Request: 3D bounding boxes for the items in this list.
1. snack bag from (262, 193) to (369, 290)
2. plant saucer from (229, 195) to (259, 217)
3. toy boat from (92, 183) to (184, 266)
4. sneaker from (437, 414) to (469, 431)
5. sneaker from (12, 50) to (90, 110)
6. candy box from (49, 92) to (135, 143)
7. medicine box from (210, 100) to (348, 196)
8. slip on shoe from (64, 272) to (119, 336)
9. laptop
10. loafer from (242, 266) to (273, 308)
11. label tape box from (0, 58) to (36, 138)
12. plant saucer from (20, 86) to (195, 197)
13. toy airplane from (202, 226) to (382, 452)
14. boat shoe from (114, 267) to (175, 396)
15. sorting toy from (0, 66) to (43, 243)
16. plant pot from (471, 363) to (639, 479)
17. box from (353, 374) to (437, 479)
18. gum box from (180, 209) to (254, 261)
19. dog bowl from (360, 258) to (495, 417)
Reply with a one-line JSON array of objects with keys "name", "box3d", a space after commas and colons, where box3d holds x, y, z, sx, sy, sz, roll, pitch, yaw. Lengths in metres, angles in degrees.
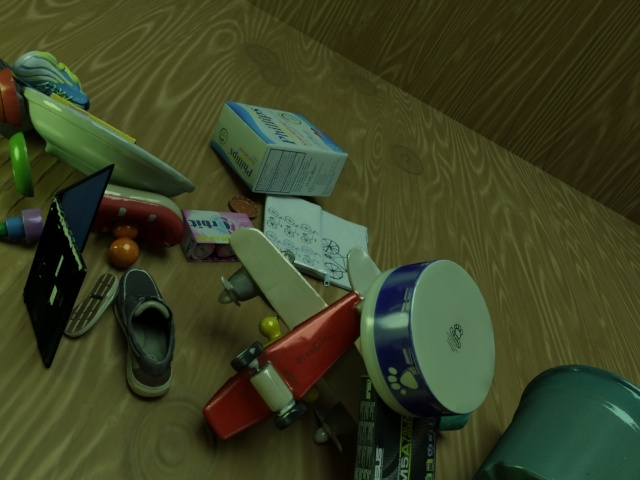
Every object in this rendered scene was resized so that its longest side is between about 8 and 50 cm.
[{"name": "snack bag", "box3d": [0.000, 0.000, 1.658, 0.342, 0.037, 0.323, 23, 32, -17]}, {"name": "plant saucer", "box3d": [-0.202, -0.087, 1.615, 0.083, 0.013, 0.083, 24, 32, -16]}, {"name": "toy boat", "box3d": [-0.396, -0.018, 1.258, 0.231, 0.151, 0.151, 10, 68, -32]}, {"name": "sneaker", "box3d": [0.224, 0.378, 1.270, 0.178, 0.124, 0.296, 20, 40, -16]}, {"name": "sneaker", "box3d": [-0.633, -0.373, 1.492, 0.126, 0.091, 0.240, 49, 8, 5]}, {"name": "candy box", "box3d": [-0.533, -0.277, 1.450, 0.205, 0.027, 0.105, 30, -2, -17]}, {"name": "medicine box", "box3d": [-0.120, -0.259, 1.761, 0.289, 0.149, 0.263, 1, 34, -42]}, {"name": "slip on shoe", "box3d": [-0.407, 0.121, 1.106, 0.051, 0.041, 0.135, 14, 53, 12]}, {"name": "laptop", "box3d": [-0.409, 0.035, 1.049, 0.136, 0.234, 0.264, -1, 44, -42]}, {"name": "loafer", "box3d": [-0.124, 0.094, 1.403, 0.148, 0.056, 0.050, 54, 35, 13]}, {"name": "label tape box", "box3d": [-0.747, -0.353, 1.363, 0.240, 0.106, 0.334, 46, -4, 21]}, {"name": "plant saucer", "box3d": [-0.468, -0.179, 1.323, 0.400, 0.101, 0.400, 29, -5, 3]}, {"name": "toy airplane", "box3d": [-0.019, 0.189, 1.154, 0.384, 0.272, 0.386, 12, 67, -21]}, {"name": "boat shoe", "box3d": [-0.313, 0.145, 1.119, 0.102, 0.092, 0.285, 10, 37, -29]}, {"name": "sorting toy", "box3d": [-0.628, -0.161, 1.180, 0.126, 0.127, 0.366, -10, 76, -26]}, {"name": "plant pot", "box3d": [0.478, 0.467, 1.198, 0.334, 0.341, 0.341, -22, 61, -45]}, {"name": "box", "box3d": [0.136, 0.338, 1.072, 0.184, 0.045, 0.191, 22, 69, -45]}, {"name": "gum box", "box3d": [-0.233, -0.010, 1.434, 0.188, 0.062, 0.107, 1, 44, -41]}, {"name": "dog bowl", "box3d": [0.192, 0.169, 1.063, 0.264, 0.104, 0.265, 17, 66, -44]}]
